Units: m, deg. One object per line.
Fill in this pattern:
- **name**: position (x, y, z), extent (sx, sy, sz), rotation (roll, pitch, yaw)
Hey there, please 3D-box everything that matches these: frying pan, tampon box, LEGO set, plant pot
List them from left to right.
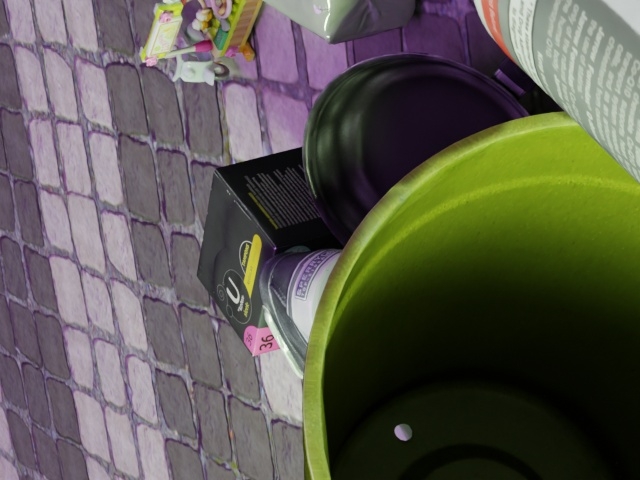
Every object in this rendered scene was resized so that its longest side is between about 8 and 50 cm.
- **LEGO set**: position (-0.112, -0.251, 1.706), extent (0.132, 0.107, 0.287), rotation (46, 141, 42)
- **tampon box**: position (0.000, 0.000, 1.574), extent (0.101, 0.161, 0.120), rotation (52, 145, 36)
- **frying pan**: position (0.094, -0.102, 1.406), extent (0.197, 0.053, 0.326), rotation (22, 126, 12)
- **plant pot**: position (0.141, 0.156, 1.254), extent (0.353, 0.366, 0.366), rotation (117, 132, -67)

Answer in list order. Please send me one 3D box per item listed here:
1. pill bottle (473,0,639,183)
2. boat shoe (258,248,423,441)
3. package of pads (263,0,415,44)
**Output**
- **pill bottle**: position (0.255, -0.085, 1.019), extent (0.363, 0.210, 0.210), rotation (51, 144, 37)
- **boat shoe**: position (0.055, 0.124, 1.503), extent (0.301, 0.108, 0.102), rotation (51, 156, -26)
- **package of pads**: position (-0.020, -0.328, 1.511), extent (0.229, 0.101, 0.296), rotation (38, 134, 46)
